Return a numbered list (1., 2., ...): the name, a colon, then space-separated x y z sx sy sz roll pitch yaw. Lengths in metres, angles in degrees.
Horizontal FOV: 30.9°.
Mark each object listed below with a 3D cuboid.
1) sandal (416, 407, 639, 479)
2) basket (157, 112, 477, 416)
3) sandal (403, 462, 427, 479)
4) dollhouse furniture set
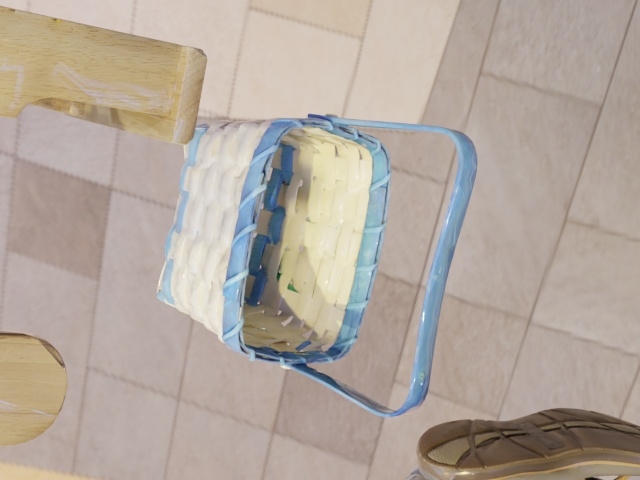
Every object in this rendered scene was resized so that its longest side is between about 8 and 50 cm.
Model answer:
1. sandal: 0.135 0.132 0.661 0.180 0.072 0.049 0 106 -23
2. basket: 0.000 0.000 1.064 0.289 0.201 0.255 20 99 43
3. sandal: 0.107 0.265 0.947 0.169 0.416 0.102 47 116 22
4. dollhouse furniture set: -0.164 0.019 0.501 0.212 0.161 0.242 19 100 49
